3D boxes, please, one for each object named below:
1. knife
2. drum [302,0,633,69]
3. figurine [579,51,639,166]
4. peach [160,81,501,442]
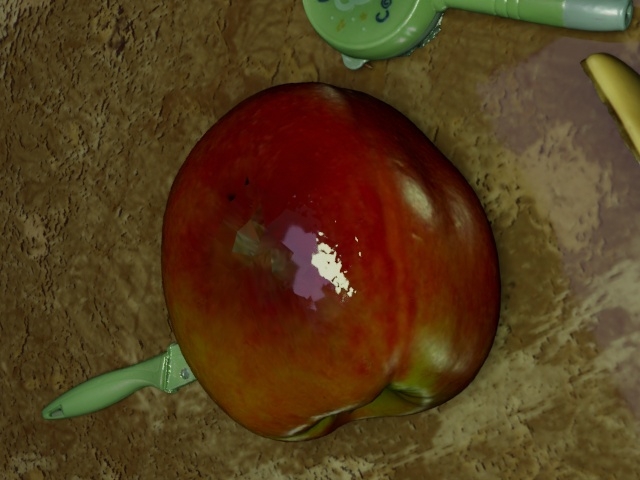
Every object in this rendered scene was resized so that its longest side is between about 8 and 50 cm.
[{"bbox_3d":[-0.145,0.121,0.926,0.293,0.020,0.043,-25,77,25],"label":"knife"},{"bbox_3d":[0.102,-0.204,0.765,0.253,0.049,0.130,-3,90,29],"label":"drum"},{"bbox_3d":[0.294,-0.126,0.580,0.257,0.181,0.208,-38,94,24],"label":"figurine"},{"bbox_3d":[0.000,0.000,0.754,0.248,0.245,0.275,-19,68,-2],"label":"peach"}]
